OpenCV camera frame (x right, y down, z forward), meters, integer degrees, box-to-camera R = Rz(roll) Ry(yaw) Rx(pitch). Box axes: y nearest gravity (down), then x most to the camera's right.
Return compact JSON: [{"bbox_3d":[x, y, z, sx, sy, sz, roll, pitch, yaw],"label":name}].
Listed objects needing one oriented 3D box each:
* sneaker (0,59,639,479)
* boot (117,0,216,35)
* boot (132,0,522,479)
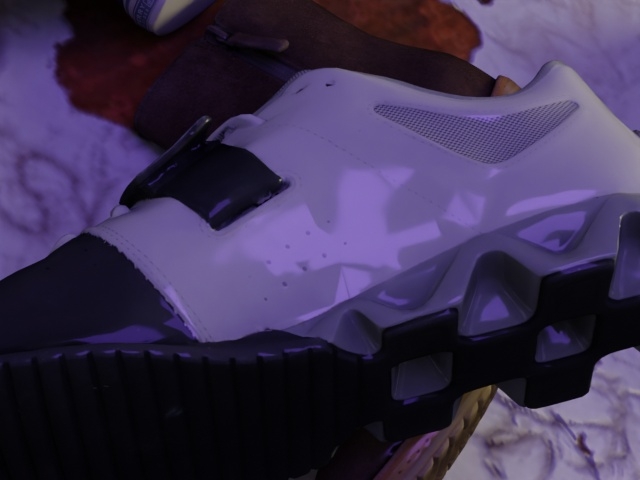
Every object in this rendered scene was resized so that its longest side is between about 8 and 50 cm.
[{"bbox_3d":[-0.025,0.009,0.586,0.330,0.122,0.146,-12,55,-14],"label":"sneaker"},{"bbox_3d":[-0.046,-0.182,0.766,0.086,0.069,0.190,45,54,10],"label":"boot"},{"bbox_3d":[0.000,0.000,0.697,0.207,0.090,0.248,29,58,8],"label":"boot"}]
